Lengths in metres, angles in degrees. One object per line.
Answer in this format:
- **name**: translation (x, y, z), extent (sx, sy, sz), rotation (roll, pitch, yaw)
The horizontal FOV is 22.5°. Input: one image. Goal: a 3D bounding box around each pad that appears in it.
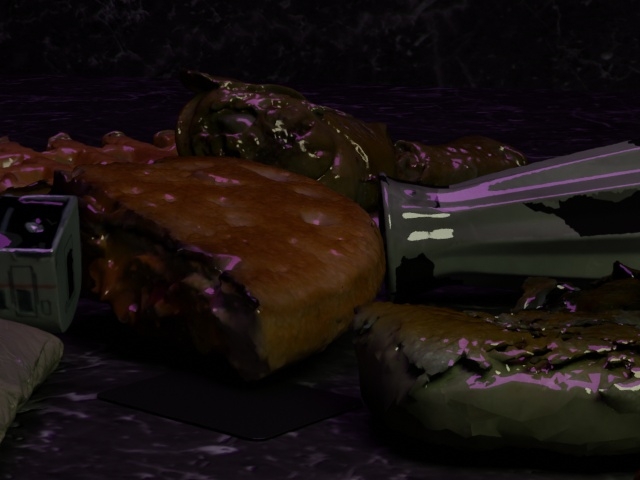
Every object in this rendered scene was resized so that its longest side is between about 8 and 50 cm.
- **pad**: translation (-0.061, 0.107, 1.091), extent (0.157, 0.003, 0.112), rotation (9, 15, 40)

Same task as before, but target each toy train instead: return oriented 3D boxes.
- **toy train**: translation (-0.381, 0.015, 1.166), extent (0.407, 0.088, 0.086), rotation (2, 31, 3)

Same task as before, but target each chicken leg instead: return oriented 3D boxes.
- **chicken leg**: translation (0.048, -0.081, 1.706), extent (0.429, 0.152, 0.201), rotation (3, 33, -28)

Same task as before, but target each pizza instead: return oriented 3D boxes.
- **pizza**: translation (-0.082, 0.009, 1.270), extent (0.278, 0.114, 0.409), rotation (1, 15, -11)

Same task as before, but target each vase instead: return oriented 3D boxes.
- **vase**: translation (0.231, -0.015, 1.360), extent (0.360, 0.165, 0.165), rotation (-4, 11, -1)

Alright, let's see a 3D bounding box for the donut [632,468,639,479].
- **donut**: translation (0.248, 0.134, 0.735), extent (0.217, 0.085, 0.141), rotation (6, 13, 37)

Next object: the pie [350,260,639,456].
- **pie**: translation (0.199, 0.076, 1.071), extent (0.296, 0.078, 0.371), rotation (11, 14, 39)

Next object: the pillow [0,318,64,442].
- **pillow**: translation (-0.318, 0.090, 1.000), extent (0.281, 0.076, 0.274), rotation (6, 11, -1)

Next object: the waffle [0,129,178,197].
- **waffle**: translation (-0.244, -0.066, 1.802), extent (0.348, 0.077, 0.304), rotation (-6, 13, -29)

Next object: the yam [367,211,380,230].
- **yam**: translation (0.000, 0.000, 1.499), extent (0.253, 0.061, 0.061), rotation (-2, 11, -10)
